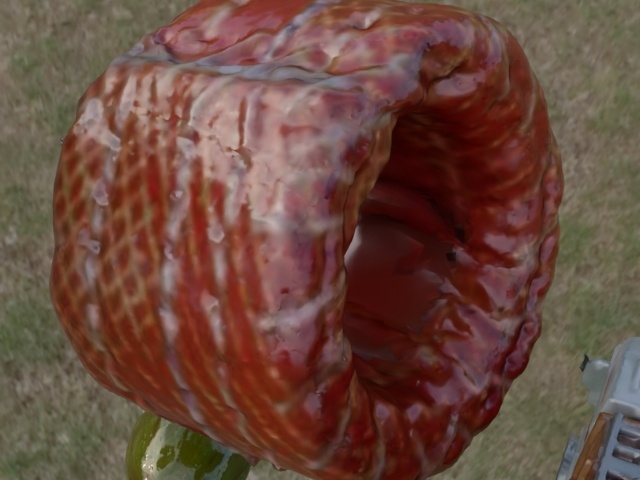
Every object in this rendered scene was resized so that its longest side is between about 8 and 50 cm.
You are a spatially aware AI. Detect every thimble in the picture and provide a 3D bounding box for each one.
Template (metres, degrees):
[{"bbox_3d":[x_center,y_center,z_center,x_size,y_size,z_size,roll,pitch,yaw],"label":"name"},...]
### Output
[{"bbox_3d":[0.000,0.000,0.867,0.231,0.350,0.350,17,59,36],"label":"thimble"}]

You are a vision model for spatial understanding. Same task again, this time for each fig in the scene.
[{"bbox_3d":[-0.141,0.243,1.160,0.124,0.124,0.236,16,32,3],"label":"fig"}]

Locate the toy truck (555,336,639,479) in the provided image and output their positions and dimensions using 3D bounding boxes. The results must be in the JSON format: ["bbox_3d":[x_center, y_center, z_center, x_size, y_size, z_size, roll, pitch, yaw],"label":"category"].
[{"bbox_3d":[0.231,0.229,0.863,0.173,0.207,0.387,17,37,14],"label":"toy truck"}]

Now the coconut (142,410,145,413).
[{"bbox_3d":[-0.157,0.211,1.706,0.171,0.171,0.183,20,77,5],"label":"coconut"}]
